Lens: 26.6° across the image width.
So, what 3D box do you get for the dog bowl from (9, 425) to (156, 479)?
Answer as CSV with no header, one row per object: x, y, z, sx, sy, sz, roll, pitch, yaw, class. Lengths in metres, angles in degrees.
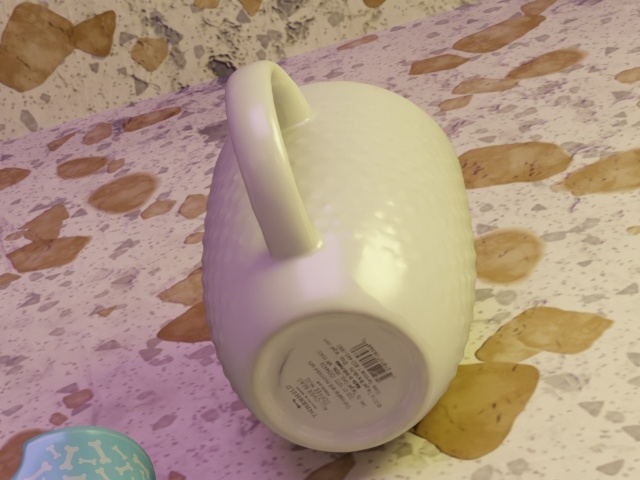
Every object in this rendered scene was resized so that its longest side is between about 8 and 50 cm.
-0.276,0.276,1.176,0.297,0.166,0.074,-22,37,-9,dog bowl

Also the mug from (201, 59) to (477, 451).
0.000,0.000,1.303,0.276,0.374,0.328,-18,31,12,mug
